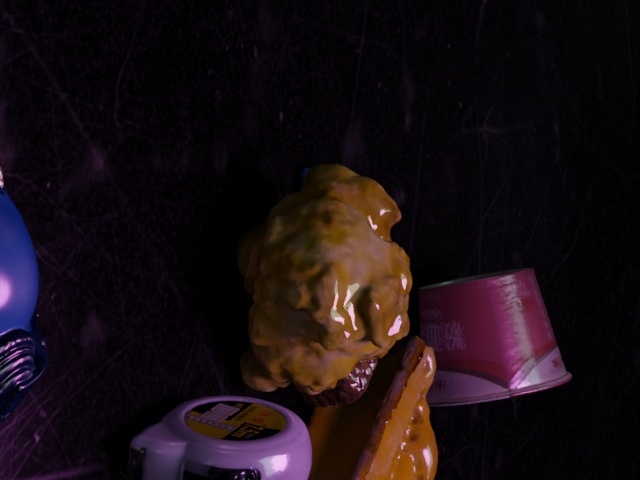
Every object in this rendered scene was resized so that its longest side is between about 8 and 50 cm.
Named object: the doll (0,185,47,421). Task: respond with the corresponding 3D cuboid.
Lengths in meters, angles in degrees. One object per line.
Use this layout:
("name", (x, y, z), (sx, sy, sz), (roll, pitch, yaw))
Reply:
("doll", (-0.356, 0.042, 1.216), (0.240, 0.284, 0.310), (-53, 168, 22))

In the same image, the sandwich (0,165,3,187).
("sandwich", (-0.333, -0.062, 1.474), (0.105, 0.035, 0.093), (8, 82, -63))

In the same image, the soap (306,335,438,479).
("soap", (0.086, 0.346, 2.137), (0.339, 0.169, 0.304), (-64, 143, -38))

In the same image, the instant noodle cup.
("instant noodle cup", (0.247, 0.143, 2.407), (0.235, 0.234, 0.178), (-11, 90, -62))

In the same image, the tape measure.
("tape measure", (-0.102, 0.246, 1.764), (0.196, 0.178, 0.105), (-24, 122, -60))

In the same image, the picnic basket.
("picnic basket", (0.030, 0.124, 2.102), (0.055, 0.110, 0.193), (41, 52, -35))

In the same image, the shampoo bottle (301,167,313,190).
("shampoo bottle", (0.000, 0.000, 2.095), (0.087, 0.050, 0.183), (16, 76, -65))

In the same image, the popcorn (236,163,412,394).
("popcorn", (-0.001, 0.062, 1.937), (0.242, 0.235, 0.250), (-51, 173, -43))
